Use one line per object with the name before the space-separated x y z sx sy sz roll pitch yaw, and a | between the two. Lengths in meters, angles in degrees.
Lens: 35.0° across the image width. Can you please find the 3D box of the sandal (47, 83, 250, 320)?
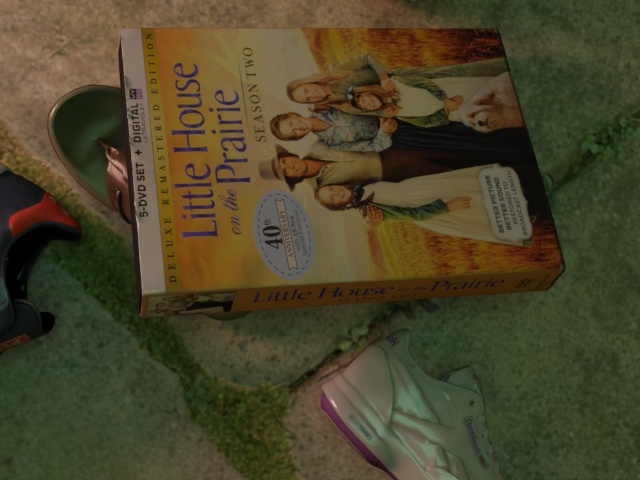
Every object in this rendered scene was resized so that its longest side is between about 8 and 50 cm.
sandal | -0.162 -0.047 1.073 0.120 0.086 0.302 -42 91 -7

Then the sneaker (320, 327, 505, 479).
sneaker | 0.147 0.224 1.068 0.305 0.114 0.152 45 82 -1

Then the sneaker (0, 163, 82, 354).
sneaker | -0.360 0.097 1.012 0.148 0.131 0.350 27 81 1

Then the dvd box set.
dvd box set | 0.014 -0.083 1.041 0.421 0.062 0.307 -2 63 -14
